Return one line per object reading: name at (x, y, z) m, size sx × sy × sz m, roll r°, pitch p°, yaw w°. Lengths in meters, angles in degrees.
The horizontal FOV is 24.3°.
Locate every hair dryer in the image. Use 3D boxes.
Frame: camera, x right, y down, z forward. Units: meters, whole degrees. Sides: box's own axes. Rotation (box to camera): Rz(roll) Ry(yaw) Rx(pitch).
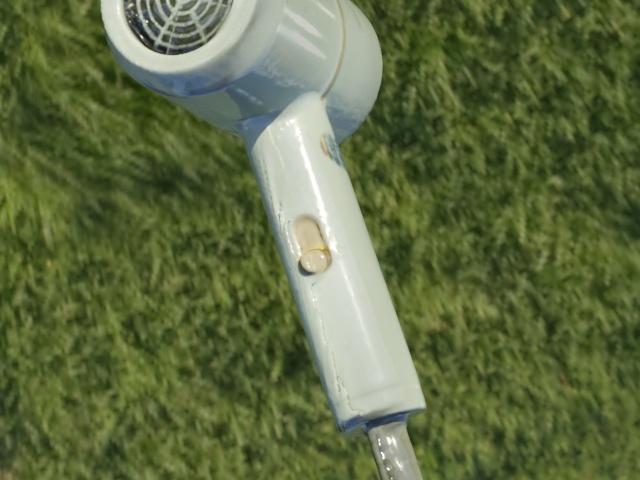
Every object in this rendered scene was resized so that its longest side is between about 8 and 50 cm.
hair dryer at (0.000, 0.000, 0.795) m, size 0.107 × 0.357 × 0.173 m, roll -25°, pitch 164°, yaw 18°
